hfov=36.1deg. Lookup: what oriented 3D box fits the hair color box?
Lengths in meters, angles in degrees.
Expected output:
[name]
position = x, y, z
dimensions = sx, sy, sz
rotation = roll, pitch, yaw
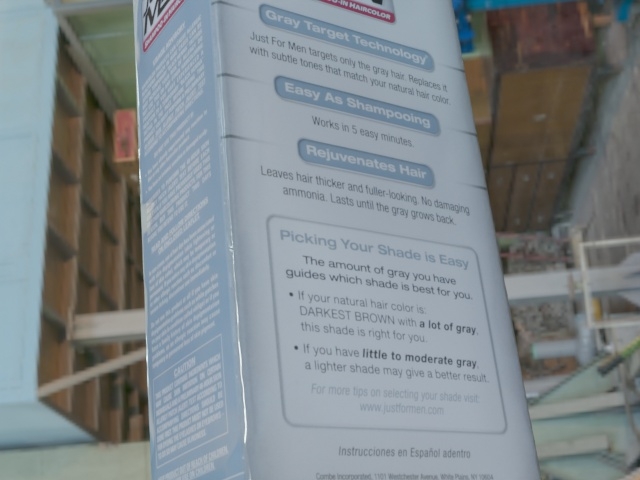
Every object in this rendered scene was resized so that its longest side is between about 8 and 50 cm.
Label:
[hair color box]
position = 0.000, 0.000, 0.584
dimensions = 0.113, 0.185, 0.374
rotation = -35, 54, 50
